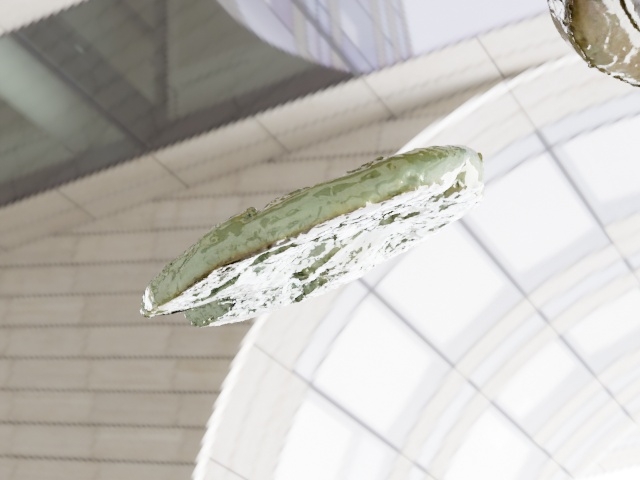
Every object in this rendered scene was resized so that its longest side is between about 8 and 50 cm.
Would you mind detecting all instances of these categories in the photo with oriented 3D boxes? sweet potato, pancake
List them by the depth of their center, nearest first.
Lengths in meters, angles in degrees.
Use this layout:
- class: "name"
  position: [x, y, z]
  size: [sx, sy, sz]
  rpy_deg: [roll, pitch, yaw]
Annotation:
- class: "sweet potato"
  position: [0.191, -0.111, 0.736]
  size: [0.081, 0.233, 0.062]
  rpy_deg: [-48, -144, 40]
- class: "pancake"
  position: [0.000, 0.000, 0.944]
  size: [0.253, 0.253, 0.037]
  rpy_deg: [-28, -103, 15]
